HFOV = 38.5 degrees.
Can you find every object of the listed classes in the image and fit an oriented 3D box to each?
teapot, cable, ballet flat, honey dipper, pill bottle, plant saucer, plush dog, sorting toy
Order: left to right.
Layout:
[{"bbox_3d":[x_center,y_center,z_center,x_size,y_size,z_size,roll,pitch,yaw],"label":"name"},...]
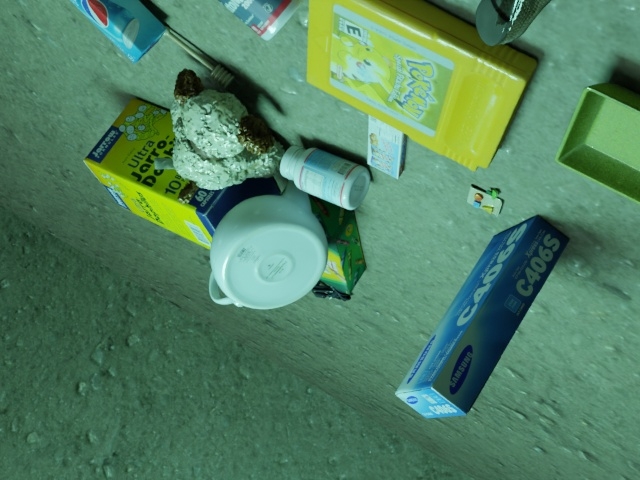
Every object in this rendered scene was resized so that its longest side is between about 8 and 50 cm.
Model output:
[{"bbox_3d":[-0.228,-0.341,1.680,0.160,0.030,0.030,40,160,-4],"label":"honey dipper"},{"bbox_3d":[-0.205,-0.198,1.737,0.262,0.210,0.225,32,149,7],"label":"plush dog"},{"bbox_3d":[-0.110,-0.377,1.283,0.180,0.108,0.108,39,160,-13],"label":"pill bottle"},{"bbox_3d":[-0.117,0.005,1.852,0.187,0.256,0.252,-118,15,-50],"label":"teapot"},{"bbox_3d":[0.001,0.104,2.334,0.150,0.047,0.184,22,157,31],"label":"cable"},{"bbox_3d":[0.007,-0.123,1.727,0.160,0.087,0.087,25,159,26],"label":"pill bottle"},{"bbox_3d":[0.276,-0.070,1.538,0.062,0.012,0.083,29,160,14],"label":"sorting toy"},{"bbox_3d":[0.244,-0.296,1.006,0.084,0.058,0.250,67,160,14],"label":"ballet flat"},{"bbox_3d":[0.409,-0.119,1.163,0.188,0.045,0.188,30,160,14],"label":"plant saucer"}]

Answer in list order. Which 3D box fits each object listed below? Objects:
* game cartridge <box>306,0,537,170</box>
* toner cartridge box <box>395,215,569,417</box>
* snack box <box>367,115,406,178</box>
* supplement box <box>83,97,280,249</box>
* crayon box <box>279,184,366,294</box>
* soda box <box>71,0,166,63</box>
[{"bbox_3d":[0.128,-0.240,1.316,0.323,0.053,0.285,31,161,11],"label":"game cartridge"},{"bbox_3d":[0.266,0.128,1.517,0.075,0.348,0.165,37,160,-4],"label":"toner cartridge box"},{"bbox_3d":[0.112,-0.166,1.556,0.064,0.022,0.178,28,160,14],"label":"snack box"},{"bbox_3d":[-0.303,-0.139,2.019,0.356,0.194,0.195,23,158,27],"label":"supplement box"},{"bbox_3d":[0.000,0.000,2.036,0.165,0.081,0.278,26,159,21],"label":"crayon box"},{"bbox_3d":[-0.378,-0.421,1.632,0.210,0.071,0.067,44,159,-12],"label":"soda box"}]
